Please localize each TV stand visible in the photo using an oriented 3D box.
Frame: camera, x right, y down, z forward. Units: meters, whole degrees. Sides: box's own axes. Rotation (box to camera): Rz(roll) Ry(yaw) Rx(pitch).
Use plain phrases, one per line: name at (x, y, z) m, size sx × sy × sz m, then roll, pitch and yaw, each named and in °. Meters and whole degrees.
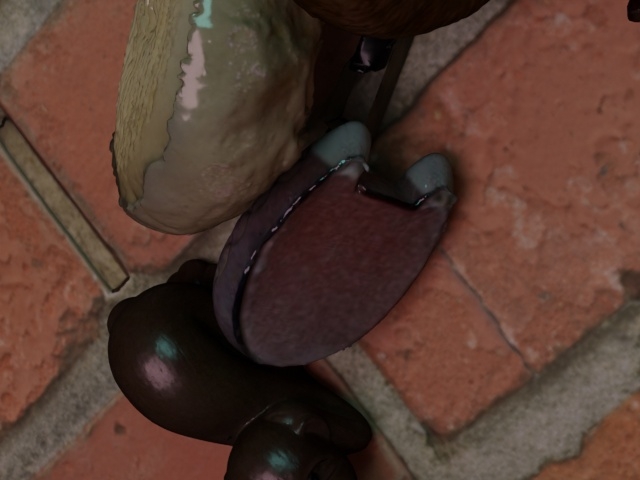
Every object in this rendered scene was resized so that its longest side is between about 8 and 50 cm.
TV stand at (0.039, -0.135, 1.523) m, size 0.042 × 0.036 × 0.249 m, roll 32°, pitch 119°, yaw 20°

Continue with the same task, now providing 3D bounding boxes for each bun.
bun at (-0.068, -0.146, 1.480) m, size 0.146 × 0.287 × 0.287 m, roll 9°, pitch 117°, yaw -16°

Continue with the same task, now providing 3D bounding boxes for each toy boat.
toy boat at (0.000, 0.000, 1.538) m, size 0.227 × 0.155 × 0.085 m, roll -55°, pitch 38°, yaw 26°

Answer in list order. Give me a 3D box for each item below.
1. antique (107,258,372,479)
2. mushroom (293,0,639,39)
antique at (-0.069, 0.136, 1.615) m, size 0.257 × 0.143 × 0.121 m, roll 51°, pitch 122°, yaw 6°
mushroom at (0.113, -0.251, 1.286) m, size 0.331 × 0.334 × 0.356 m, roll -39°, pitch 73°, yaw 35°
